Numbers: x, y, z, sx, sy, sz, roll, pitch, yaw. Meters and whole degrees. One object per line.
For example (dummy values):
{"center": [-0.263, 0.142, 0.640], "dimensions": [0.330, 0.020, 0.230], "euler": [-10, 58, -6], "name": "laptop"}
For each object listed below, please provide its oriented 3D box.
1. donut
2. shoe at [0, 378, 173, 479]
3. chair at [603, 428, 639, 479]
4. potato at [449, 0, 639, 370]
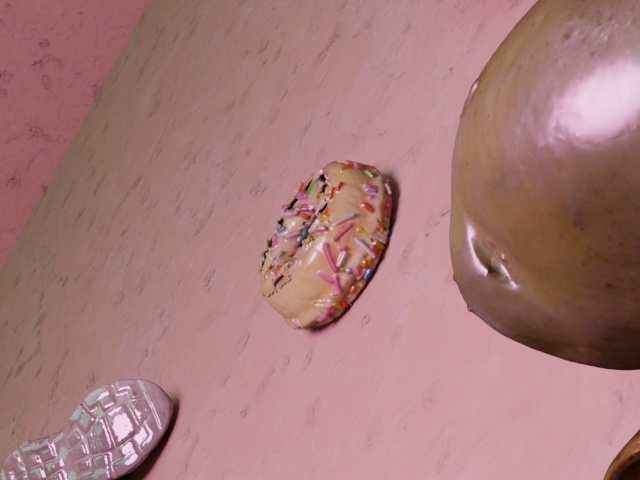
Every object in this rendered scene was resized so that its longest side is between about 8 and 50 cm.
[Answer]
{"center": [0.000, 0.000, 1.587], "dimensions": [0.174, 0.068, 0.174], "euler": [-52, 22, 31], "name": "donut"}
{"center": [-0.242, 0.240, 1.890], "dimensions": [0.227, 0.125, 0.099], "euler": [-31, 66, 16], "name": "shoe"}
{"center": [0.163, 0.172, 0.817], "dimensions": [0.247, 0.172, 0.159], "euler": [-23, -6, -34], "name": "chair"}
{"center": [0.205, -0.062, 0.896], "dimensions": [0.243, 0.221, 0.326], "euler": [-55, 9, -30], "name": "potato"}
